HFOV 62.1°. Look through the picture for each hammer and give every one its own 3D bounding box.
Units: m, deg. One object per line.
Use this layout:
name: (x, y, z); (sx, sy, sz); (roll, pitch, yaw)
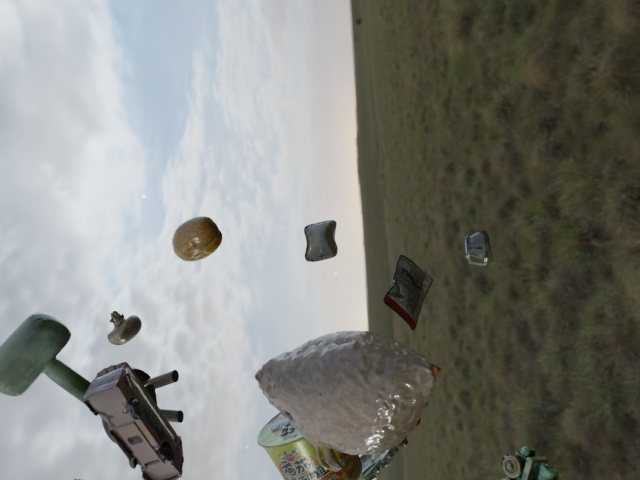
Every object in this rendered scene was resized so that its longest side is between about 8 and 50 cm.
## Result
hammer: (-0.628, 0.340, 1.302); (0.206, 0.335, 0.119); (-54, 5, -16)

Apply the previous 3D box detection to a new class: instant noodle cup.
instant noodle cup: (-0.016, 0.572, 1.454); (0.264, 0.264, 0.200); (-52, -62, -83)

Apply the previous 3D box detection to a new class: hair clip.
hair clip: (0.232, 0.668, 1.754); (0.091, 0.321, 0.138); (41, 172, -16)

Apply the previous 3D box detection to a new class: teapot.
teapot: (0.377, 0.020, 1.280); (0.066, 0.057, 0.088); (-62, -35, -67)

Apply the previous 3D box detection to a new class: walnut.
walnut: (-0.483, -0.005, 2.072); (0.165, 0.197, 0.165); (52, -161, -27)

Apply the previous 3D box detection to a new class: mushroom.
mushroom: (-0.467, 0.201, 1.246); (0.079, 0.085, 0.085); (51, -168, -9)

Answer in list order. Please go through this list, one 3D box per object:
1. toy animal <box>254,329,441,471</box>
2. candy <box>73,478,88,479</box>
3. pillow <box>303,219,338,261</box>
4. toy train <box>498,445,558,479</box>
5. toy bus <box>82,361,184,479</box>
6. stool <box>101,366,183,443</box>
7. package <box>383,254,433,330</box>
toy animal: (0.062, 0.277, 0.966); (0.188, 0.358, 0.227); (-44, -69, -48)
candy: (-0.853, 0.957, 1.996); (0.106, 0.198, 0.094); (70, -155, -62)
pillow: (0.000, -0.001, 1.952); (0.218, 0.130, 0.033); (-91, -13, -49)
toy train: (0.441, 0.543, 1.124); (0.125, 0.080, 0.194); (18, 95, 58)
toy bus: (-0.383, 0.391, 1.126); (0.112, 0.090, 0.274); (-105, -8, -66)
stool: (-0.622, 0.581, 1.881); (0.272, 0.178, 0.272); (-8, -90, -73)
package: (0.292, 0.165, 1.761); (0.154, 0.030, 0.239); (42, -136, -12)
